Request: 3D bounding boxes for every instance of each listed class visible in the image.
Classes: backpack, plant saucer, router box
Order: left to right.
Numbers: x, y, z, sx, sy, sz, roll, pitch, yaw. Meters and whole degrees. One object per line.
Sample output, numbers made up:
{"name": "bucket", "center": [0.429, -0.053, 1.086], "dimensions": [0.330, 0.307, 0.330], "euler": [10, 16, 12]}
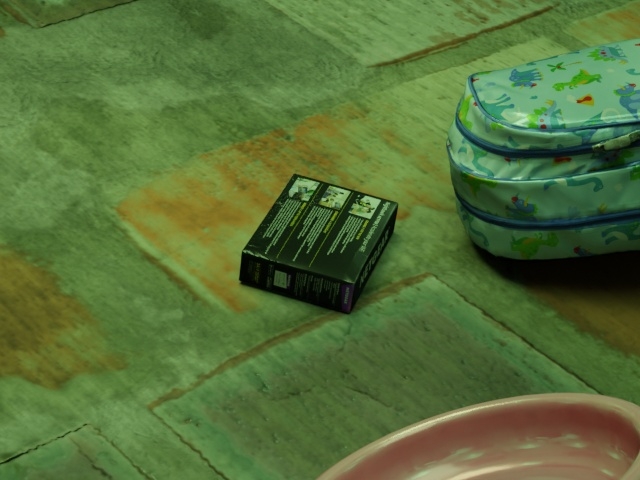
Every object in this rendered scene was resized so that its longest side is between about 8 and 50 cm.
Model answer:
{"name": "router box", "center": [0.000, 0.000, 1.840], "dimensions": [0.133, 0.046, 0.179], "euler": [16, 36, 12]}
{"name": "plant saucer", "center": [0.140, 0.235, 1.400], "dimensions": [0.332, 0.084, 0.332], "euler": [-16, 14, 4]}
{"name": "backpack", "center": [0.324, -0.102, 1.875], "dimensions": [0.355, 0.273, 0.290], "euler": [-22, 33, 12]}
